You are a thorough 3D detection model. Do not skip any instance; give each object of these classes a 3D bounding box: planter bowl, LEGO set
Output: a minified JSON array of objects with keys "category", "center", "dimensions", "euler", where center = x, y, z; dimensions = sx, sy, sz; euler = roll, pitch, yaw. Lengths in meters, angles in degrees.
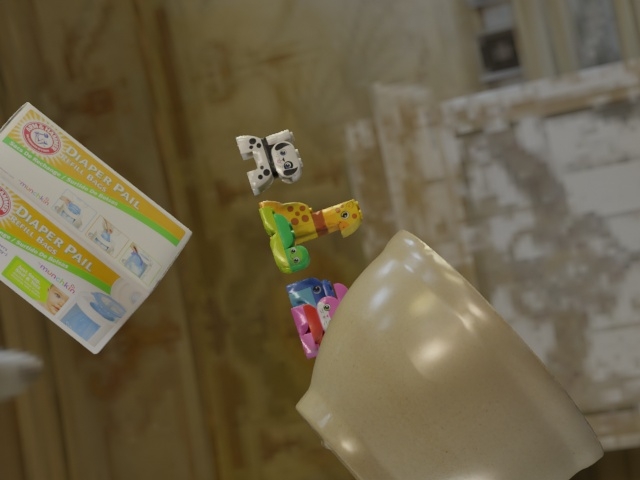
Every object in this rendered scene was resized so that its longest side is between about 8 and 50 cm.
[{"category":"planter bowl","center":[0.057,0.090,1.059],"dimensions":[0.162,0.109,0.162],"euler":[47,175,6]},{"category":"LEGO set","center":[0.000,0.000,1.916],"dimensions":[0.087,0.093,0.227],"euler":[70,-179,-73]}]

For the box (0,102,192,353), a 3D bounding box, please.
[{"category":"box","center":[-0.243,-0.012,1.863],"dimensions":[0.203,0.114,0.103],"euler":[38,-140,-6]}]
